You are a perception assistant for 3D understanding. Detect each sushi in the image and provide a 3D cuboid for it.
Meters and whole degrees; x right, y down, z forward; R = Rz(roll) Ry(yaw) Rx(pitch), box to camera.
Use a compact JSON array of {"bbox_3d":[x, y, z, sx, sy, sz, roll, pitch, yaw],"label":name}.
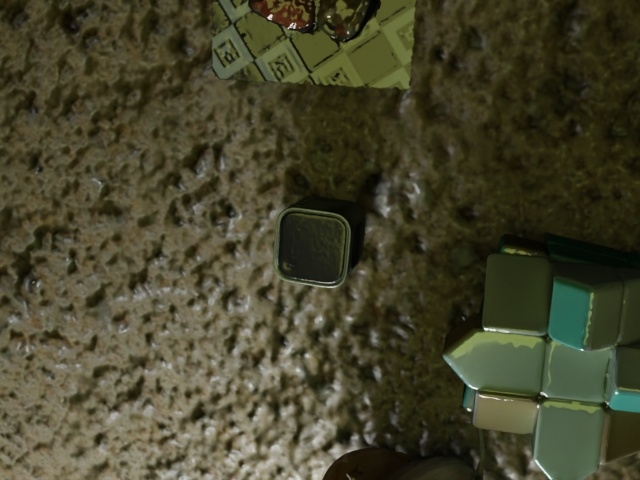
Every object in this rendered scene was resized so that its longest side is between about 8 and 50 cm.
[{"bbox_3d":[-0.014,-0.276,0.909,0.231,0.047,0.220,5,102,12],"label":"sushi"}]

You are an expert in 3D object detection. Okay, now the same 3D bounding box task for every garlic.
[{"bbox_3d":[0.103,0.271,0.921,0.207,0.207,0.257,21,98,9],"label":"garlic"}]

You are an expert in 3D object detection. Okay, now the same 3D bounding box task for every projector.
[{"bbox_3d":[0.000,0.000,0.944,0.083,0.082,0.083,8,103,13],"label":"projector"}]

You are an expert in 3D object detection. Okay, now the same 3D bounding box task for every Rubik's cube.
[{"bbox_3d":[0.254,0.114,0.839,0.265,0.213,0.224,12,103,8],"label":"Rubik's cube"}]
